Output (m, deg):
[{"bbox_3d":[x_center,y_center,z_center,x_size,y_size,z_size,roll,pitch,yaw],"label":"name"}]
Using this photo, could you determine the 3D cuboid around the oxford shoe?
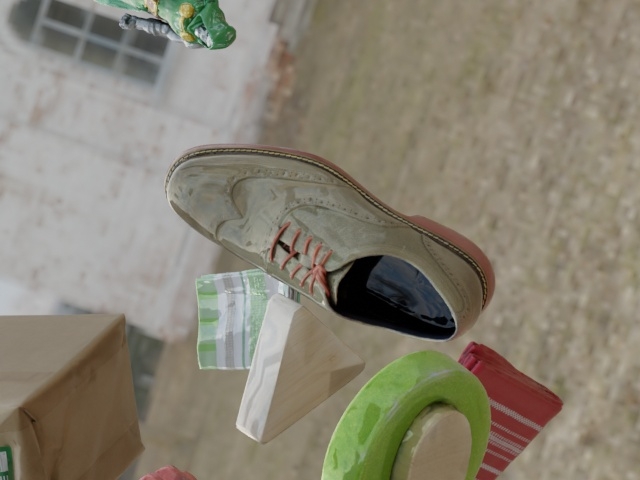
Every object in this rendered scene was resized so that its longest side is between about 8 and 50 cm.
[{"bbox_3d":[0.000,0.000,1.794,0.130,0.348,0.123,-52,-21,-67],"label":"oxford shoe"}]

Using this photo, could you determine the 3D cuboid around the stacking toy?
[{"bbox_3d":[0.022,0.199,1.075,0.130,0.309,0.279,28,90,38],"label":"stacking toy"}]

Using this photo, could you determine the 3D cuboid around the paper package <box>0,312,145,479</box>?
[{"bbox_3d":[-0.392,0.201,1.962,0.309,0.325,0.168,-47,-47,-66],"label":"paper package"}]

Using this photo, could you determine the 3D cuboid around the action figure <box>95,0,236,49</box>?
[{"bbox_3d":[-0.160,-0.233,1.668,0.063,0.232,0.137,-36,-36,-29],"label":"action figure"}]

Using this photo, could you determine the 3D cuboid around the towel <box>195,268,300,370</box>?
[{"bbox_3d":[-0.083,0.088,2.043,0.152,0.023,0.113,-6,81,41],"label":"towel"}]

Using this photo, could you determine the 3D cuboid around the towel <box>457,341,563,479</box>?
[{"bbox_3d":[0.099,0.222,1.734,0.275,0.199,0.031,-47,55,8],"label":"towel"}]
